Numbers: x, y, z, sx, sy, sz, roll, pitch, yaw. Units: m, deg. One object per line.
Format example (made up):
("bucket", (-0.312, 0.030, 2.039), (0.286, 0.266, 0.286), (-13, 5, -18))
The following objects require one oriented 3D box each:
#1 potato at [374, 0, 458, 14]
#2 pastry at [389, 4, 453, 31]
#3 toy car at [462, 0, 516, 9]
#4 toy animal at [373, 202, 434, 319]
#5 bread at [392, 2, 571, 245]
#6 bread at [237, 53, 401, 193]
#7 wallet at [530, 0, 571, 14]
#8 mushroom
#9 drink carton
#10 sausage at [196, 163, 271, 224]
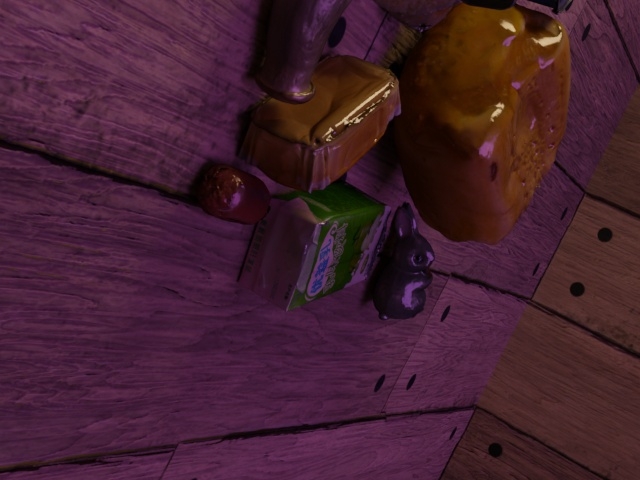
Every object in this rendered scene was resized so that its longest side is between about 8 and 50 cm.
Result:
("potato", (0.133, -0.428, 1.501), (0.117, 0.182, 0.202), (-96, 180, -70))
("pastry", (0.166, -0.407, 1.634), (0.166, 0.088, 0.166), (-47, 154, -32))
("toy car", (0.274, -0.452, 1.596), (0.100, 0.097, 0.191), (-28, 128, -53))
("toy animal", (0.176, 0.053, 2.137), (0.138, 0.108, 0.236), (-35, 144, -46))
("bread", (0.270, -0.234, 1.859), (0.361, 0.250, 0.394), (-57, 153, -18))
("bread", (0.006, -0.167, 1.503), (0.241, 0.136, 0.107), (-43, 151, -40))
("wallet", (0.341, -0.456, 1.797), (0.141, 0.202, 0.059), (-47, 152, -41))
("mushroom", (-0.015, -0.300, 1.368), (0.108, 0.096, 0.247), (-13, 132, -61))
("drink carton", (0.000, 0.000, 1.709), (0.271, 0.108, 0.161), (-18, 132, -59))
("sausage", (-0.116, -0.061, 1.448), (0.076, 0.076, 0.141), (-63, 157, 2))
